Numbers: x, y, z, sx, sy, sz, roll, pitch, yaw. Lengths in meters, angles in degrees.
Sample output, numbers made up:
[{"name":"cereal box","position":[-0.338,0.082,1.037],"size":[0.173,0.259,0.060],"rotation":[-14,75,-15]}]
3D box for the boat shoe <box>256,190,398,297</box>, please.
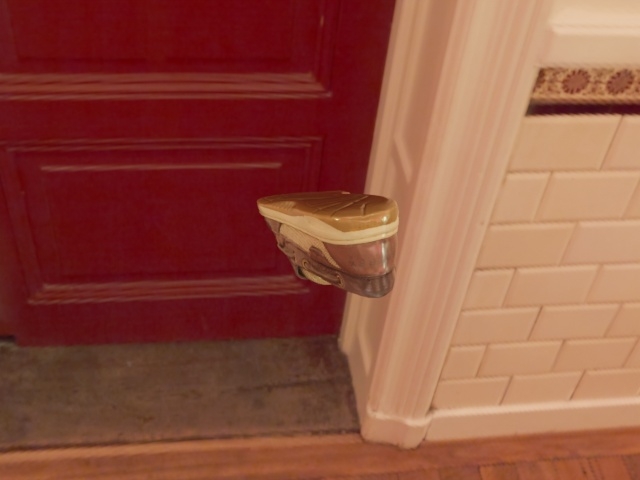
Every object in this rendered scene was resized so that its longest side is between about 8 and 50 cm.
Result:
[{"name":"boat shoe","position":[0.001,0.000,0.624],"size":[0.080,0.073,0.223],"rotation":[-8,8,-17]}]
